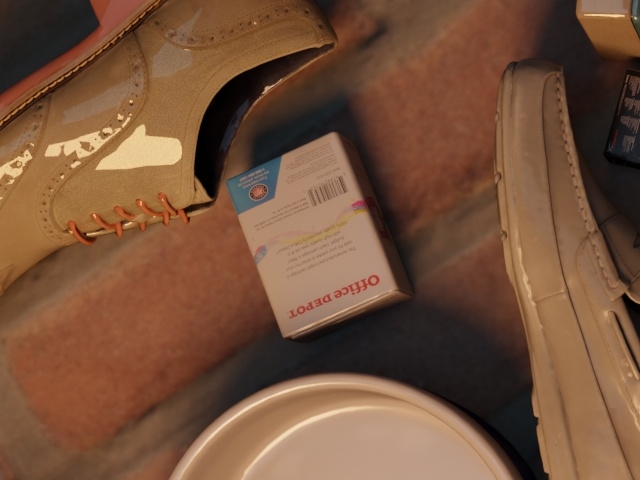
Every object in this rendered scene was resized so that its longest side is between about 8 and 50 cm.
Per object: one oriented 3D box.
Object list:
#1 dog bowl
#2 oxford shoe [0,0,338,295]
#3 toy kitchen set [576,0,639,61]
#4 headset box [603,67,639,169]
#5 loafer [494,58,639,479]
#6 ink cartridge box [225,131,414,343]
[{"bbox_3d":[0.024,0.222,1.269,0.265,0.104,0.265,-2,82,17],"label":"dog bowl"},{"bbox_3d":[-0.157,-0.050,1.348,0.146,0.140,0.397,44,98,10],"label":"oxford shoe"},{"bbox_3d":[0.264,-0.228,1.253,0.166,0.122,0.207,4,83,17],"label":"toy kitchen set"},{"bbox_3d":[0.238,-0.074,1.286,0.083,0.032,0.062,14,87,17],"label":"headset box"},{"bbox_3d":[0.182,0.034,1.253,0.111,0.112,0.319,-11,87,10],"label":"loafer"},{"bbox_3d":[0.000,0.000,1.336,0.088,0.052,0.122,-24,75,12],"label":"ink cartridge box"}]
